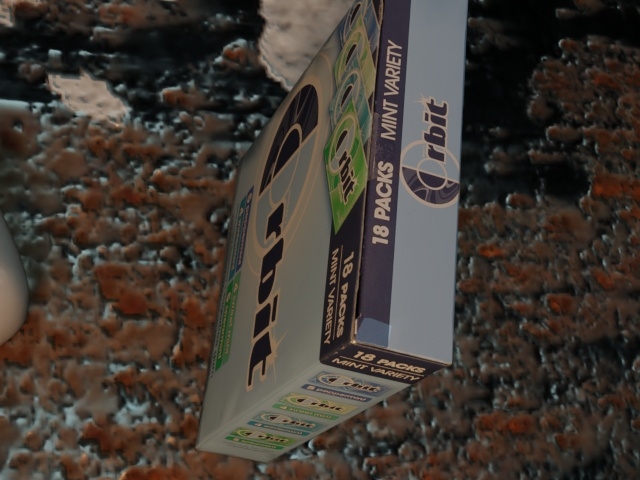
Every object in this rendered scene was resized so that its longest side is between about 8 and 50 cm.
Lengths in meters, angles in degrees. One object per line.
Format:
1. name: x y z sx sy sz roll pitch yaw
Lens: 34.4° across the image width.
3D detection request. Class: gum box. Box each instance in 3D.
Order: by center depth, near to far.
1. gum box: 0.000 0.000 0.445 0.041 0.184 0.157 15 63 -17

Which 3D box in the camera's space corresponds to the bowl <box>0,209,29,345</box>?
1. bowl: -0.204 -0.003 0.437 0.142 0.053 0.142 -24 80 -31
